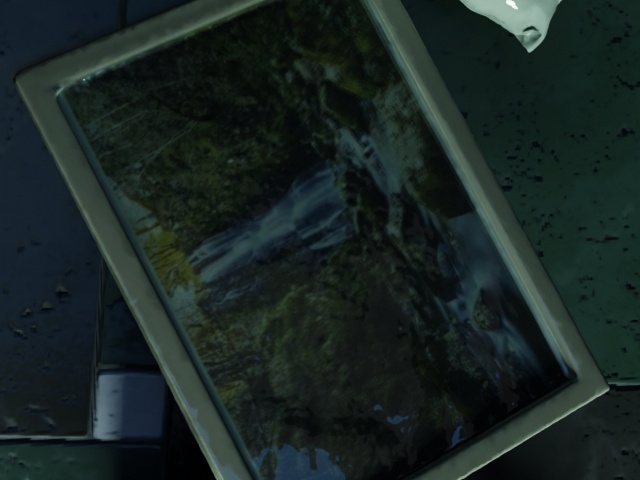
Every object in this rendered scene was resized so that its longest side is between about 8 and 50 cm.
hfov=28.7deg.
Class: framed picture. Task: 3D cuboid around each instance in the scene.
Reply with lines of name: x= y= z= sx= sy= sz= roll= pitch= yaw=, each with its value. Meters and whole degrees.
framed picture: x=0.000 y=0.000 z=0.726 sx=0.241 sy=0.020 sz=0.324 roll=-25 pitch=87 yaw=-18

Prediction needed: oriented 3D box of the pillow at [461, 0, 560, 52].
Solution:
pillow: x=0.144 y=-0.255 z=0.756 sx=0.144 sy=0.078 sz=0.254 roll=33 pitch=91 yaw=-17
